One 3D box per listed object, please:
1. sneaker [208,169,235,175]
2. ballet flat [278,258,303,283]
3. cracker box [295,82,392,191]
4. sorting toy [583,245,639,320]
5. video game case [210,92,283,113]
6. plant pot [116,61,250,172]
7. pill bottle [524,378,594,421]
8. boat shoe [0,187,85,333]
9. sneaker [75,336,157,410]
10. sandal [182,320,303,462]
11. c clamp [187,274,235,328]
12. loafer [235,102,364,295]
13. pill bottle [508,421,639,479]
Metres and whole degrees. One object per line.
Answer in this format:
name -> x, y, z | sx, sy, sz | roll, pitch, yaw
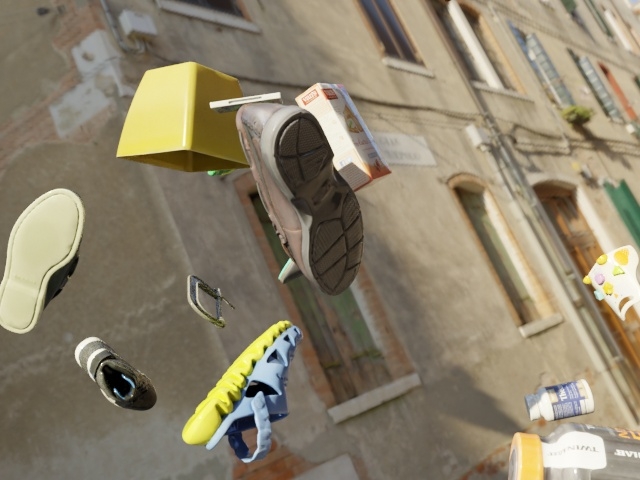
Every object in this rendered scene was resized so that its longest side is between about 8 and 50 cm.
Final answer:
sneaker -> -0.340, -0.325, 1.998 | 0.123, 0.295, 0.109 | -32, 16, -26
ballet flat -> 0.000, 0.000, 1.233 | 0.203, 0.074, 0.074 | -61, -7, -13
cracker box -> 0.055, -0.223, 1.467 | 0.067, 0.232, 0.156 | -30, -1, 24
sorting toy -> 0.388, 0.062, 0.888 | 0.045, 0.075, 0.083 | -4, -43, -16
video game case -> -0.129, -0.242, 1.205 | 0.122, 0.011, 0.087 | -8, 5, 0
plant pot -> -0.270, -0.254, 1.423 | 0.212, 0.187, 0.212 | 0, -5, 35
pill bottle -> 0.464, 0.315, 1.329 | 0.120, 0.067, 0.067 | -14, -13, 6
boat shoe -> -0.553, 0.029, 1.383 | 0.113, 0.127, 0.340 | -83, 17, -68
sneaker -> -0.361, 0.277, 1.263 | 0.079, 0.121, 0.217 | -46, -48, -15
sandal -> -0.109, 0.270, 1.206 | 0.126, 0.138, 0.317 | -47, 3, 43
c clamp -> -0.218, 0.127, 1.381 | 0.022, 0.137, 0.160 | -40, 21, 10
loafer -> -0.022, -0.053, 0.872 | 0.109, 0.095, 0.302 | -43, -42, -22
pill bottle -> 0.351, 0.288, 0.806 | 0.246, 0.130, 0.130 | 6, -11, 8
